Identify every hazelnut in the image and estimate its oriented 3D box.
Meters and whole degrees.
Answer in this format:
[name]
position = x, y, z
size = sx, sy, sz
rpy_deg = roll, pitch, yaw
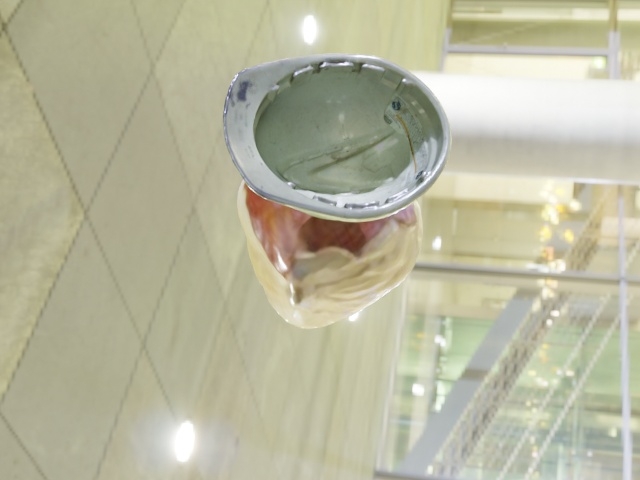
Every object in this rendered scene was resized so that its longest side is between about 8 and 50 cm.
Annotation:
[hazelnut]
position = 0.000, 0.000, 1.308
size = 0.241, 0.261, 0.261
rpy_deg = -85, 172, -50

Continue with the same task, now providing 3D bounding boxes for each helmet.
[helmet]
position = 0.006, -0.098, 1.099
size = 0.137, 0.257, 0.204
rpy_deg = 125, -40, -64
